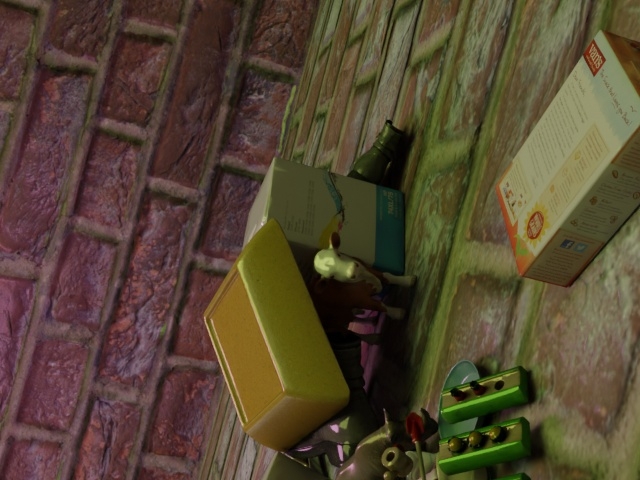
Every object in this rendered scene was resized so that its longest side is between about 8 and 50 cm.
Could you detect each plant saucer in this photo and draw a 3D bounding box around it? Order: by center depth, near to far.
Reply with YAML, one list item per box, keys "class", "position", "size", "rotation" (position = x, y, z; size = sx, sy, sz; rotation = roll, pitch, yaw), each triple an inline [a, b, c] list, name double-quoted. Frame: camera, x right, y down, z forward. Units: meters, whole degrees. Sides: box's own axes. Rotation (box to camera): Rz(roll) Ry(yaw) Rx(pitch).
- class: "plant saucer"
  position: [0.189, 0.217, 0.970]
  size: [0.119, 0.021, 0.119]
  rotation: [-166, 90, -77]
- class: "plant saucer"
  position: [-0.104, 0.181, 1.277]
  size: [0.332, 0.081, 0.333]
  rotation: [67, 149, 20]

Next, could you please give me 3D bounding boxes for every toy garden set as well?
- class: "toy garden set"
  position: [0.132, 0.263, 0.828]
  size: [0.204, 0.049, 0.244]
  rotation: [-27, 34, 34]

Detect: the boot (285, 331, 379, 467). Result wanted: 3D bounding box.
- class: "boot"
  position: [0.009, 0.271, 1.323]
  size: [0.338, 0.118, 0.222]
  rotation: [-22, 77, 60]

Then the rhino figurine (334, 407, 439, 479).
- class: "rhino figurine"
  position: [0.096, 0.313, 1.063]
  size: [0.073, 0.106, 0.243]
  rotation: [-91, 20, -47]

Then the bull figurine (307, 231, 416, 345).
- class: "bull figurine"
  position: [0.048, 0.098, 1.302]
  size: [0.310, 0.189, 0.101]
  rotation: [126, 160, -59]

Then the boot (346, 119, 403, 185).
- class: "boot"
  position: [0.121, -0.166, 1.575]
  size: [0.161, 0.083, 0.246]
  rotation: [-56, 0, -1]

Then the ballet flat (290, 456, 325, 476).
- class: "ballet flat"
  position: [-0.031, 0.464, 1.515]
  size: [0.213, 0.068, 0.072]
  rotation: [-120, 47, -72]

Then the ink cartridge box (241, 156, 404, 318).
- class: "ink cartridge box"
  position: [0.000, 0.000, 1.439]
  size: [0.198, 0.270, 0.197]
  rotation: [122, 159, -51]

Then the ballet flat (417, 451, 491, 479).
- class: "ballet flat"
  position: [0.129, 0.360, 0.935]
  size: [0.086, 0.086, 0.248]
  rotation: [-99, 26, -59]

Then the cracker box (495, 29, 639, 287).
- class: "cracker box"
  position: [0.284, -0.084, 0.800]
  size: [0.155, 0.067, 0.232]
  rotation: [-90, 19, -45]

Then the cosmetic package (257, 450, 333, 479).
- class: "cosmetic package"
  position: [-0.090, 0.548, 1.213]
  size: [0.196, 0.155, 0.365]
  rotation: [-63, -2, 24]

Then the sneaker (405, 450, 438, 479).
- class: "sneaker"
  position: [0.140, 0.332, 0.993]
  size: [0.152, 0.061, 0.053]
  rotation: [91, 173, -46]
